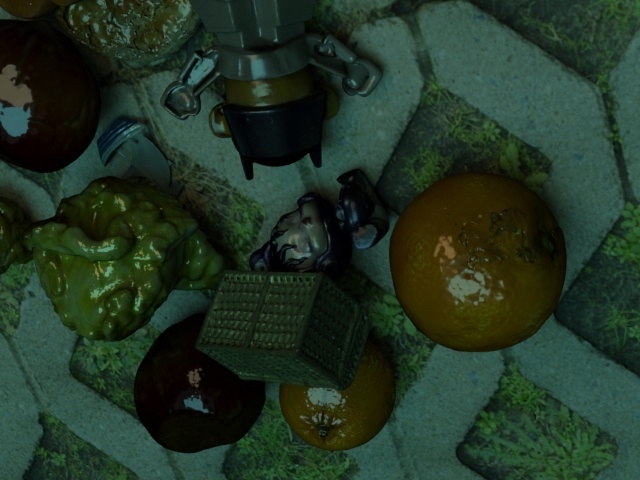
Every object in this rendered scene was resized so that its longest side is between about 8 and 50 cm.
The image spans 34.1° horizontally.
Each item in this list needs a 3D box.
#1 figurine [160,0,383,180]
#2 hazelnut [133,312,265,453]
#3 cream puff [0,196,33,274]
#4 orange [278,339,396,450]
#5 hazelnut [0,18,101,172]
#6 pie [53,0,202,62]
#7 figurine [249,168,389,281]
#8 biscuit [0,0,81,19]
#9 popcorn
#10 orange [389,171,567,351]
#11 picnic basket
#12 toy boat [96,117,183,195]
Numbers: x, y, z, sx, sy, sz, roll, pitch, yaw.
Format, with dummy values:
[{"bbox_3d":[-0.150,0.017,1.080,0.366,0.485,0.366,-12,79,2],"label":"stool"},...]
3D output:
[{"bbox_3d":[-0.074,-0.222,1.427,0.308,0.143,0.309,8,117,16],"label":"figurine"},{"bbox_3d":[-0.188,0.229,1.686,0.218,0.218,0.234,45,128,-8],"label":"hazelnut"},{"bbox_3d":[-0.533,-0.012,1.718,0.146,0.116,0.146,3,96,31],"label":"cream puff"},{"bbox_3d":[0.025,0.238,1.632,0.193,0.161,0.193,3,117,5],"label":"orange"},{"bbox_3d":[-0.429,-0.215,1.501,0.229,0.229,0.229,8,119,14],"label":"hazelnut"},{"bbox_3d":[-0.277,-0.382,1.459,0.274,0.055,0.274,8,115,17],"label":"pie"},{"bbox_3d":[0.000,0.000,1.543,0.222,0.145,0.145,-31,104,25],"label":"figurine"},{"bbox_3d":[-0.435,-0.416,1.466,0.333,0.047,0.202,17,120,26],"label":"biscuit"},{"bbox_3d":[-0.303,0.024,1.575,0.293,0.293,0.237,-24,91,28],"label":"popcorn"},{"bbox_3d":[0.210,0.029,1.412,0.246,0.246,0.246,8,119,14],"label":"orange"},{"bbox_3d":[-0.050,0.134,1.519,0.196,0.134,0.154,-1,153,38],"label":"picnic basket"},{"bbox_3d":[-0.275,-0.131,1.604,0.149,0.034,0.105,27,125,3],"label":"toy boat"}]
